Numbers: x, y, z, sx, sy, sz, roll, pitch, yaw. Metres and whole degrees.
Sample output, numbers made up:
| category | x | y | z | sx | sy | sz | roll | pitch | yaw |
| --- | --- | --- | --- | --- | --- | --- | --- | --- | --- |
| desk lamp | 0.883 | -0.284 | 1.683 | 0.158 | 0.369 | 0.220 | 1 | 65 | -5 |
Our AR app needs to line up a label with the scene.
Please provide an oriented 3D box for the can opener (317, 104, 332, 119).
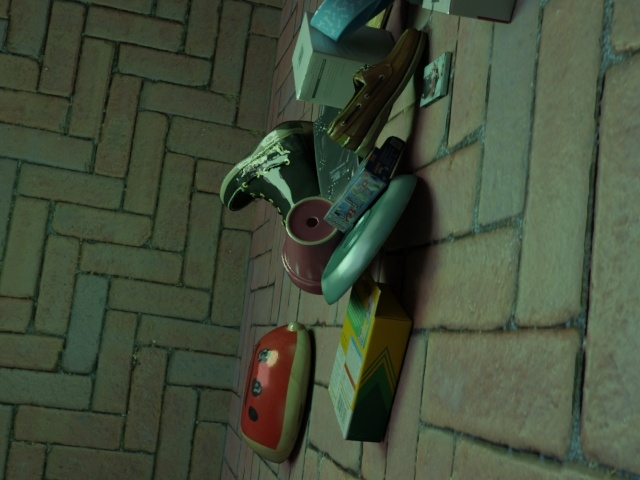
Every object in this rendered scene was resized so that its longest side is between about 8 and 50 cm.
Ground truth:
| category | x | y | z | sx | sy | sz | roll | pitch | yaw |
| --- | --- | --- | --- | --- | --- | --- | --- | --- | --- |
| can opener | 0.003 | -0.450 | 2.433 | 0.076 | 0.095 | 0.283 | -176 | 94 | -78 |

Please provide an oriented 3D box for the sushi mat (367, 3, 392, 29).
| category | x | y | z | sx | sy | sz | roll | pitch | yaw |
| --- | --- | --- | --- | --- | --- | --- | --- | --- | --- |
| sushi mat | 0.129 | -0.522 | 2.098 | 0.151 | 0.019 | 0.316 | -95 | 19 | -49 |

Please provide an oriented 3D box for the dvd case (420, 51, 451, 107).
| category | x | y | z | sx | sy | sz | roll | pitch | yaw |
| --- | --- | --- | --- | --- | --- | --- | --- | --- | --- |
| dvd case | 0.228 | -0.318 | 1.538 | 0.119 | 0.013 | 0.087 | 173 | 105 | -76 |

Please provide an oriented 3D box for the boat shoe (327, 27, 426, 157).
| category | x | y | z | sx | sy | sz | roll | pitch | yaw |
| --- | --- | --- | --- | --- | --- | --- | --- | --- | --- |
| boat shoe | 0.120 | -0.331 | 1.638 | 0.307 | 0.104 | 0.111 | -63 | 7 | -10 |

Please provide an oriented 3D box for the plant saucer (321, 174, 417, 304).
| category | x | y | z | sx | sy | sz | roll | pitch | yaw |
| --- | --- | --- | --- | --- | --- | --- | --- | --- | --- |
| plant saucer | 0.089 | -0.012 | 1.580 | 0.317 | 0.044 | 0.317 | -55 | 4 | 6 |

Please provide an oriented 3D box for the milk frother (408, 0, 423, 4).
| category | x | y | z | sx | sy | sz | roll | pitch | yaw |
| --- | --- | --- | --- | --- | --- | --- | --- | --- | --- |
| milk frother | 0.203 | -0.553 | 1.661 | 0.143 | 0.129 | 0.134 | 47 | -146 | -47 |

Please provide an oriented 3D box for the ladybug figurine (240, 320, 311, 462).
| category | x | y | z | sx | sy | sz | roll | pitch | yaw |
| --- | --- | --- | --- | --- | --- | --- | --- | --- | --- |
| ladybug figurine | -0.137 | 0.446 | 2.307 | 0.305 | 0.162 | 0.449 | -126 | 46 | -73 |

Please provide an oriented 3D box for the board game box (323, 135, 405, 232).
| category | x | y | z | sx | sy | sz | roll | pitch | yaw |
| --- | --- | --- | --- | --- | --- | --- | --- | --- | --- |
| board game box | 0.090 | -0.118 | 1.665 | 0.194 | 0.060 | 0.194 | -52 | 6 | 37 |

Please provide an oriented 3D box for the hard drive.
| category | x | y | z | sx | sy | sz | roll | pitch | yaw |
| --- | --- | --- | --- | --- | --- | --- | --- | --- | --- |
| hard drive | 0.055 | -0.224 | 1.990 | 0.172 | 0.054 | 0.254 | -31 | 59 | 48 |

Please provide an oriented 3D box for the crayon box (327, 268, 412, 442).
| category | x | y | z | sx | sy | sz | roll | pitch | yaw |
| --- | --- | --- | --- | --- | --- | --- | --- | --- | --- |
| crayon box | 0.101 | 0.220 | 1.586 | 0.203 | 0.083 | 0.323 | -117 | 36 | -69 |

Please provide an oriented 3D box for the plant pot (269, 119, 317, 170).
| category | x | y | z | sx | sy | sz | roll | pitch | yaw |
| --- | --- | --- | --- | --- | --- | --- | --- | --- | --- |
| plant pot | -0.023 | -0.257 | 2.243 | 0.230 | 0.215 | 0.215 | -2 | 79 | 62 |

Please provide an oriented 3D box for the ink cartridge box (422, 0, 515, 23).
| category | x | y | z | sx | sy | sz | roll | pitch | yaw |
| --- | --- | --- | --- | --- | --- | --- | --- | --- | --- |
| ink cartridge box | 0.246 | -0.407 | 1.295 | 0.150 | 0.109 | 0.063 | -114 | 31 | -68 |

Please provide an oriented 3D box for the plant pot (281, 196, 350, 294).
| category | x | y | z | sx | sy | sz | roll | pitch | yaw |
| --- | --- | --- | --- | --- | --- | --- | --- | --- | --- |
| plant pot | 0.000 | 0.000 | 1.789 | 0.180 | 0.201 | 0.201 | 73 | -165 | -58 |

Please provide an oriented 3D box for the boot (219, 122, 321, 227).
| category | x | y | z | sx | sy | sz | roll | pitch | yaw |
| --- | --- | --- | --- | --- | --- | --- | --- | --- | --- |
| boot | -0.117 | -0.115 | 2.162 | 0.377 | 0.138 | 0.284 | -40 | 72 | 38 |

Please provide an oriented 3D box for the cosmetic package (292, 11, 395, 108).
| category | x | y | z | sx | sy | sz | roll | pitch | yaw |
| --- | --- | --- | --- | --- | --- | --- | --- | --- | --- |
| cosmetic package | 0.061 | -0.425 | 1.865 | 0.224 | 0.225 | 0.138 | -98 | 23 | -51 |

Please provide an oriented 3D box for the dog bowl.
| category | x | y | z | sx | sy | sz | roll | pitch | yaw |
| --- | --- | --- | --- | --- | --- | --- | --- | --- | --- |
| dog bowl | 0.102 | -0.557 | 1.777 | 0.297 | 0.074 | 0.166 | -42 | 0 | -33 |
